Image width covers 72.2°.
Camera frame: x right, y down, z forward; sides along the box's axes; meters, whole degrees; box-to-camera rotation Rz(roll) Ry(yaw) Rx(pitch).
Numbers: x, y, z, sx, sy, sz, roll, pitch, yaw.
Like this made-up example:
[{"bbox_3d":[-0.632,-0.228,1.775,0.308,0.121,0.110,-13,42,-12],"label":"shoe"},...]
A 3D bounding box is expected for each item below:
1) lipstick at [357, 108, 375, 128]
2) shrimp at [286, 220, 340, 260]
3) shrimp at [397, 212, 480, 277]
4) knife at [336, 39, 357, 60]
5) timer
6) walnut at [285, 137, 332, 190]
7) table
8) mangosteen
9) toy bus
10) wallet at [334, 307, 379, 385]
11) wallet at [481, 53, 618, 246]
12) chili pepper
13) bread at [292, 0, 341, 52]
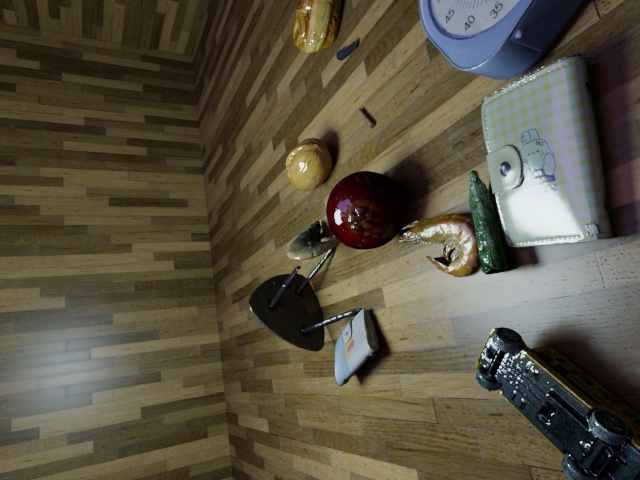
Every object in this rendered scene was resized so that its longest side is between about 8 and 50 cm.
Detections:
[{"bbox_3d":[0.139,-0.372,1.336,0.094,0.018,0.019,62,141,40],"label":"lipstick"},{"bbox_3d":[-0.002,-0.008,1.473,0.178,0.289,0.075,-5,104,22],"label":"shrimp"},{"bbox_3d":[0.284,0.006,1.045,0.248,0.068,0.150,13,108,56],"label":"shrimp"},{"bbox_3d":[0.088,-0.616,1.421,0.121,0.018,0.031,-8,86,60],"label":"knife"},{"bbox_3d":[0.330,-0.538,0.820,0.395,0.173,0.396,8,100,62],"label":"timer"},{"bbox_3d":[-0.041,-0.266,1.536,0.207,0.159,0.159,125,136,-54],"label":"walnut"},{"bbox_3d":[-0.045,0.173,1.464,0.249,0.317,0.318,-44,52,35],"label":"table"},{"bbox_3d":[0.126,-0.093,1.211,0.257,0.215,0.215,-69,-9,-67],"label":"mangosteen"},{"bbox_3d":[0.419,0.284,0.739,0.335,0.122,0.121,47,133,51],"label":"toy bus"},{"bbox_3d":[0.110,0.332,1.369,0.170,0.069,0.231,-94,26,-44],"label":"wallet"},{"bbox_3d":[0.406,-0.146,0.808,0.223,0.077,0.310,-11,84,61],"label":"wallet"},{"bbox_3d":[0.343,-0.043,0.911,0.059,0.088,0.227,-15,76,25],"label":"chili pepper"},{"bbox_3d":[-0.015,-0.764,1.497,0.198,0.120,0.236,46,131,53],"label":"bread"}]
